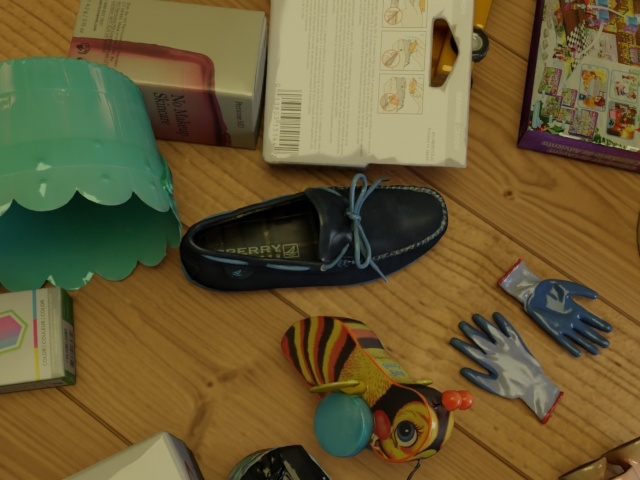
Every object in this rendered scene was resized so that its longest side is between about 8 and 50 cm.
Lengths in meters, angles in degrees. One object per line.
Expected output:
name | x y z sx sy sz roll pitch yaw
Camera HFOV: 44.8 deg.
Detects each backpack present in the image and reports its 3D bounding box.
backpack | -0.033 0.313 0.833 0.152 0.115 0.182 -24 82 -32

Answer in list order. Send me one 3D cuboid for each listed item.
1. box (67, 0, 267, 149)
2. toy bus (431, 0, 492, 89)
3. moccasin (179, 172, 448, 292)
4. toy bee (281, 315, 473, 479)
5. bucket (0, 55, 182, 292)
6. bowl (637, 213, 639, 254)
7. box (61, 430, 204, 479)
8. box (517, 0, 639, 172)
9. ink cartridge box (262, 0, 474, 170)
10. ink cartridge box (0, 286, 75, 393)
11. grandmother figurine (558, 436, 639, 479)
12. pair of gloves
box | -0.190 -0.214 1.002 0.232 0.148 0.127 6 71 -1
toy bus | 0.188 -0.352 1.094 0.130 0.108 0.332 17 70 3
moccasin | 0.000 0.000 0.951 0.342 0.117 0.137 -15 72 -9
toy bee | 0.086 0.184 0.859 0.162 0.195 0.298 -44 80 22
bucket | -0.305 -0.066 0.882 0.281 0.281 0.183 -11 72 -7
bowl | 0.571 -0.012 0.969 0.289 0.156 0.289 1 70 -4
box | -0.143 0.386 0.750 0.168 0.215 0.345 -24 73 -11
box | 0.398 -0.248 1.096 0.201 0.057 0.293 13 70 2
ink cartridge box | 0.063 -0.239 1.009 0.261 0.066 0.296 3 89 5
ink cartridge box | -0.400 0.126 0.911 0.209 0.062 0.109 -7 71 -5
grandmother figurine | 0.389 0.398 0.841 0.208 0.104 0.342 -26 71 -3
pair of gloves | 0.267 0.119 0.975 0.159 0.023 0.198 40 74 9
